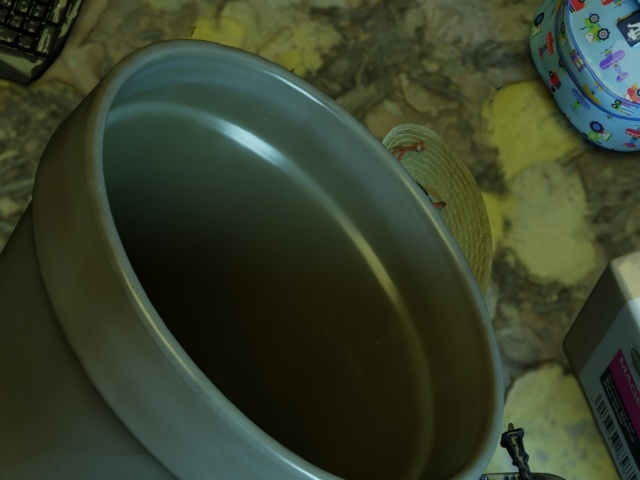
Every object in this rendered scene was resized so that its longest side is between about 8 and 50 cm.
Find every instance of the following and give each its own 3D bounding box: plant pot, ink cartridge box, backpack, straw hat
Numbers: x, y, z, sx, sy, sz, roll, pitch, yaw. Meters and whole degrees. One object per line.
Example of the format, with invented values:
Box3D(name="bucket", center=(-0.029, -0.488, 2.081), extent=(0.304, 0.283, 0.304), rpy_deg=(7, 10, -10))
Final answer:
Box3D(name="plant pot", center=(-0.094, 0.083, 1.238), extent=(0.323, 0.280, 0.323), rpy_deg=(31, 38, -28))
Box3D(name="ink cartridge box", center=(0.254, 0.129, 1.303), extent=(0.088, 0.193, 0.235), rpy_deg=(-19, 72, -9))
Box3D(name="backpack", center=(0.245, -0.156, 1.444), extent=(0.173, 0.117, 0.158), rpy_deg=(-26, 77, -8))
Box3D(name="straw hat", center=(0.057, -0.009, 1.410), extent=(0.061, 0.144, 0.144), rpy_deg=(-15, 66, 36))

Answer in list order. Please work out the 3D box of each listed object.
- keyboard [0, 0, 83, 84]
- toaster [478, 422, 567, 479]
Box3D(name="keyboard", center=(-0.318, -0.249, 1.502), extent=(0.317, 0.033, 0.201), rpy_deg=(18, 71, 3))
Box3D(name="toaster", center=(0.112, 0.244, 1.281), extent=(0.129, 0.146, 0.227), rpy_deg=(-3, 71, -4))
